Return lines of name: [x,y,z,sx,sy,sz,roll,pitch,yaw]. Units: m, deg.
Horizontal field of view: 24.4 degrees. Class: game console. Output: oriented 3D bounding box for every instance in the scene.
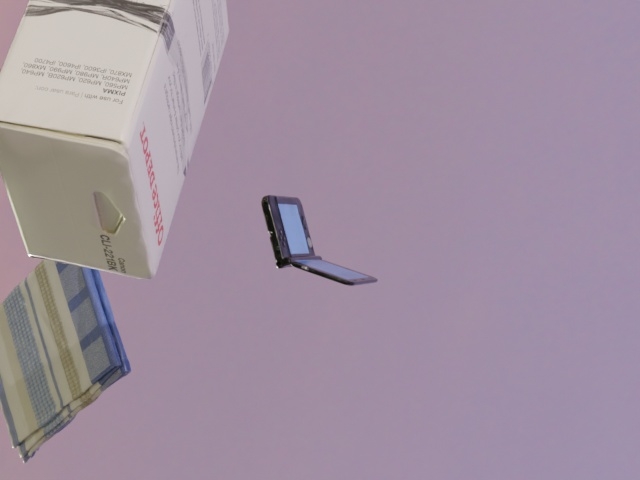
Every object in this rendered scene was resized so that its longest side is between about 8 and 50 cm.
game console: [0.000,0.000,1.471,0.071,0.122,0.107,-15,-94,14]

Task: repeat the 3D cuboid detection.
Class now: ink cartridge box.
ink cartridge box: [-0.162,-0.135,1.192,0.114,0.273,0.197,9,-32,6]

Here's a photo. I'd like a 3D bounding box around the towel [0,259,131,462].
towel: [-0.348,0.139,1.919,0.285,0.034,0.209,-41,-117,41]
